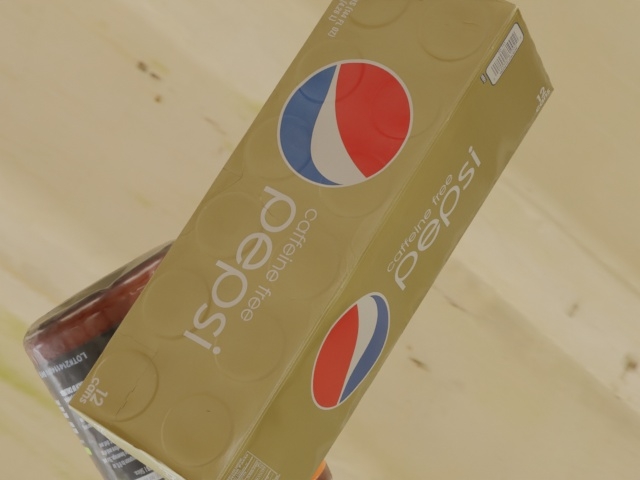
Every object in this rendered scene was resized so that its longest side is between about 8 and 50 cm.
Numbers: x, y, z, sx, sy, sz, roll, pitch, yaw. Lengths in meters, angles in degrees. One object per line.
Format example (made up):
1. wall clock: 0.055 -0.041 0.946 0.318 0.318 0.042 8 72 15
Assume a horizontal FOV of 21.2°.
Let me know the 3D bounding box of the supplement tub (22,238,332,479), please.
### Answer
1. supplement tub: -0.063 0.106 0.895 0.106 0.106 0.198 -28 -83 26

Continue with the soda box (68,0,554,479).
1. soda box: 0.000 0.000 0.554 0.061 0.058 0.181 27 -102 28
